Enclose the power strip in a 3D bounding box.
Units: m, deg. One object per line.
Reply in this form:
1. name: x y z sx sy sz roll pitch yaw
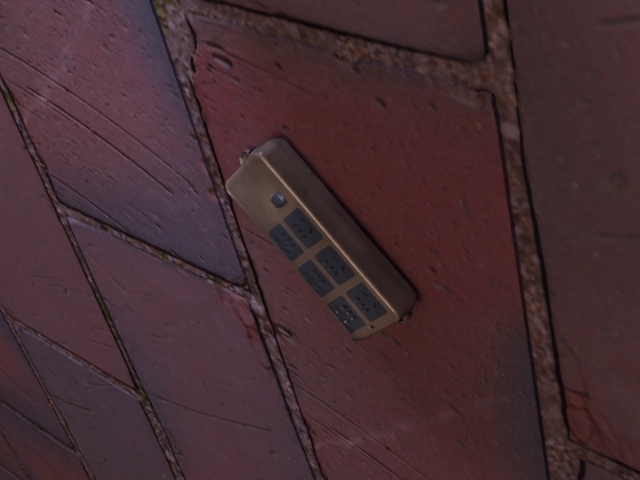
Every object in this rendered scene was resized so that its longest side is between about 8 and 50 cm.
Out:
1. power strip: 0.000 0.000 0.923 0.192 0.035 0.081 49 151 -3
